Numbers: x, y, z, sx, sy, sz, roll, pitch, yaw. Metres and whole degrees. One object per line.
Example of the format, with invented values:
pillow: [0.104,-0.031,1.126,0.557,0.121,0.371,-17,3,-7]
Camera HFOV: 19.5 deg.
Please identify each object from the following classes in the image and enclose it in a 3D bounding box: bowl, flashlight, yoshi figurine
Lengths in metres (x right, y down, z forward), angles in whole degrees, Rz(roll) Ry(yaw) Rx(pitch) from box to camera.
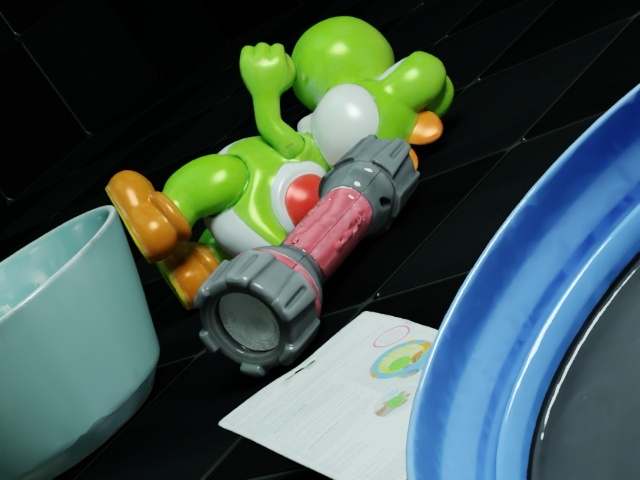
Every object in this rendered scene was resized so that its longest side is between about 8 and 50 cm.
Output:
bowl: [0.210,0.023,0.909,0.391,0.077,0.391,-40,21,19]
flashlight: [0.000,0.000,1.648,0.103,0.103,0.304,4,32,28]
bowl: [-0.275,0.123,1.751,0.311,0.163,0.311,-32,13,8]
yoshi figurine: [-0.042,-0.104,1.930,0.362,0.203,0.203,-32,6,-1]

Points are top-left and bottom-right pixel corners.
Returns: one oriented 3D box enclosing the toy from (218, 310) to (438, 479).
toy: [0.043,0.117,1.207,0.137,0.056,0.237,-36,17,-19]
